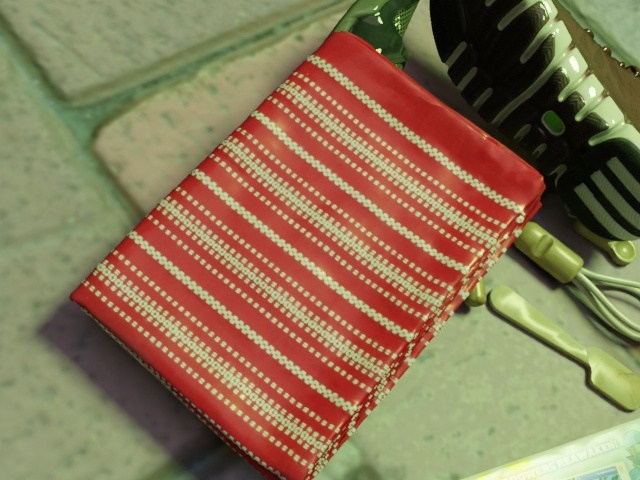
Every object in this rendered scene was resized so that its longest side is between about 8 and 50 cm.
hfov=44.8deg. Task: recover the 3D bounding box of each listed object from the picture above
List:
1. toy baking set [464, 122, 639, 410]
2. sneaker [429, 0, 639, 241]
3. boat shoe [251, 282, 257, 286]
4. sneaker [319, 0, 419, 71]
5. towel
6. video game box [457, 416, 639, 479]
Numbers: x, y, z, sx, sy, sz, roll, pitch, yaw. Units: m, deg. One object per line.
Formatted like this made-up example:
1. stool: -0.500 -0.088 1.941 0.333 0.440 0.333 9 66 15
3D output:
1. toy baking set: 0.195 0.002 0.634 0.196 0.030 0.256 10 61 -10
2. sneaker: 0.218 -0.138 0.670 0.162 0.106 0.281 -26 80 -42
3. boat shoe: -0.026 0.050 0.546 0.133 0.049 0.042 21 32 3
4. sneaker: 0.047 -0.110 0.623 0.130 0.087 0.228 30 63 0
5. towel: 0.000 0.000 0.518 0.199 0.031 0.275 40 74 9
6. video game box: 0.166 0.231 0.499 0.205 0.048 0.187 -11 70 -20
